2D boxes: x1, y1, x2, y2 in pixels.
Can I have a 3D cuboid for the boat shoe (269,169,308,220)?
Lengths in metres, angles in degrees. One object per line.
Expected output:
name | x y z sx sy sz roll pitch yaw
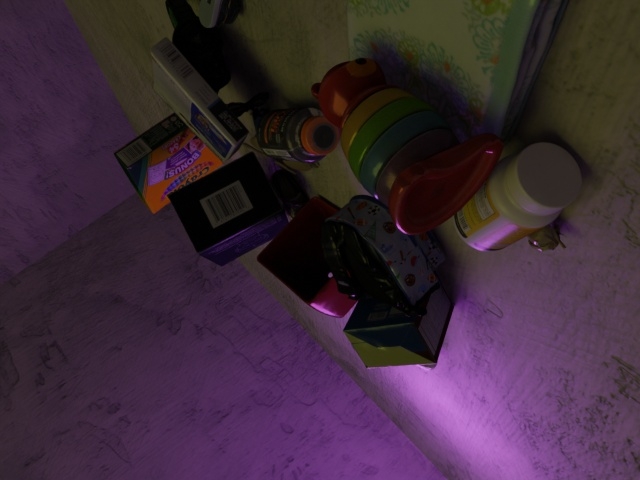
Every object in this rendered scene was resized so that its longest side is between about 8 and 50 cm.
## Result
boat shoe | -0.085 -0.130 1.751 0.224 0.080 0.073 56 168 0

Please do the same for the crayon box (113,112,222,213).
crayon box | -0.570 -0.316 2.116 0.106 0.363 0.313 43 162 22

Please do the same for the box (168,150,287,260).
box | -0.281 -0.087 1.808 0.212 0.293 0.395 61 176 8

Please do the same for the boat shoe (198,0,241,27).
boat shoe | -0.214 -0.567 1.225 0.065 0.083 0.183 46 135 14

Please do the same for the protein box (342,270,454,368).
protein box | 0.199 0.195 1.370 0.199 0.201 0.136 -14 118 36

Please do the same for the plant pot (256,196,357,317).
plant pot | 0.023 0.077 1.643 0.267 0.267 0.236 36 170 41

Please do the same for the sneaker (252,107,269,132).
sneaker | -0.154 -0.334 1.541 0.162 0.063 0.073 22 143 56

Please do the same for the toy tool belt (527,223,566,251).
toy tool belt | 0.369 -0.007 0.897 0.051 0.052 0.083 26 -164 -1

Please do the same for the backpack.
backpack | 0.140 0.018 1.269 0.263 0.213 0.276 50 159 -26

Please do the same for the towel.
towel | 0.160 -0.299 0.770 0.320 0.090 0.374 43 161 22

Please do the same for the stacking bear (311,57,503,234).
stacking bear | 0.099 -0.164 0.820 0.289 0.175 0.164 55 159 27

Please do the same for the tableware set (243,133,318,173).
tableware set | -0.105 -0.251 1.520 0.194 0.039 0.128 27 162 -32

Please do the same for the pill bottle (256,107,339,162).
pill bottle | -0.052 -0.256 1.325 0.245 0.130 0.130 19 145 58

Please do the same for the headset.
headset | -0.299 -0.503 1.510 0.394 0.185 0.243 62 171 17

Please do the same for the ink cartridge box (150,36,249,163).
ink cartridge box | -0.330 -0.358 1.475 0.304 0.072 0.307 47 170 -10

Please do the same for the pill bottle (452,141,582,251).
pill bottle | 0.299 -0.063 0.849 0.119 0.119 0.208 49 163 6

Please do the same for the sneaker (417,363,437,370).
sneaker | 0.304 0.345 1.755 0.115 0.090 0.232 56 173 -37
